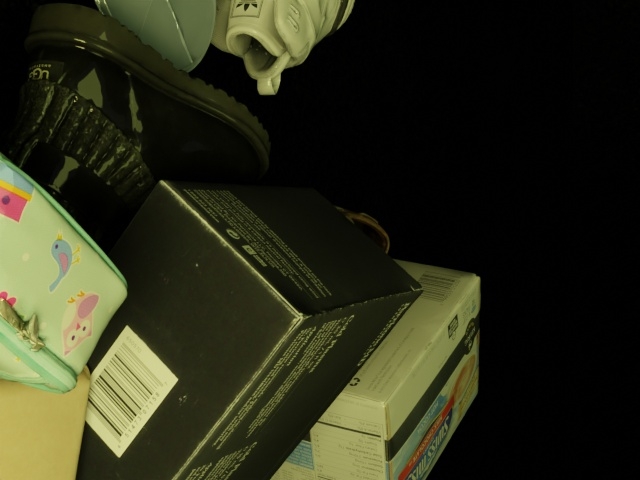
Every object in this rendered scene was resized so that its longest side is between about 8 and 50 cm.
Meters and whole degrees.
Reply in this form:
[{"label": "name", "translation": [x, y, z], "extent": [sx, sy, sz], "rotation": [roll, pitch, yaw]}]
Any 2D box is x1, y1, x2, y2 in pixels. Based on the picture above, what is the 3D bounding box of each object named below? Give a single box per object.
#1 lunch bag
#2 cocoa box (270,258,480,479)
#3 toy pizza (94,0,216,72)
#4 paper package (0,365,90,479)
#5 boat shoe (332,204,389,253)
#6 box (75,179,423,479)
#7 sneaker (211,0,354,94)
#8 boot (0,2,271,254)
[{"label": "lunch bag", "translation": [-0.279, 0.007, 0.690], "extent": [0.108, 0.279, 0.224], "rotation": [-62, 150, -25]}, {"label": "cocoa box", "translation": [0.071, 0.207, 1.497], "extent": [0.347, 0.231, 0.228], "rotation": [-45, 137, -49]}, {"label": "toy pizza", "translation": [-0.178, -0.268, 1.054], "extent": [0.201, 0.032, 0.201], "rotation": [15, 73, -57]}, {"label": "paper package", "translation": [-0.349, 0.238, 0.753], "extent": [0.325, 0.168, 0.310], "rotation": [7, 92, -64]}, {"label": "boat shoe", "translation": [0.000, 0.000, 1.418], "extent": [0.324, 0.116, 0.123], "rotation": [-13, 109, -62]}, {"label": "box", "translation": [-0.109, 0.128, 1.001], "extent": [0.343, 0.179, 0.312], "rotation": [-52, 161, 16]}, {"label": "sneaker", "translation": [-0.059, -0.348, 1.166], "extent": [0.366, 0.137, 0.210], "rotation": [75, 32, -45]}, {"label": "boot", "translation": [-0.192, -0.041, 1.004], "extent": [0.348, 0.131, 0.260], "rotation": [30, 64, -51]}]
